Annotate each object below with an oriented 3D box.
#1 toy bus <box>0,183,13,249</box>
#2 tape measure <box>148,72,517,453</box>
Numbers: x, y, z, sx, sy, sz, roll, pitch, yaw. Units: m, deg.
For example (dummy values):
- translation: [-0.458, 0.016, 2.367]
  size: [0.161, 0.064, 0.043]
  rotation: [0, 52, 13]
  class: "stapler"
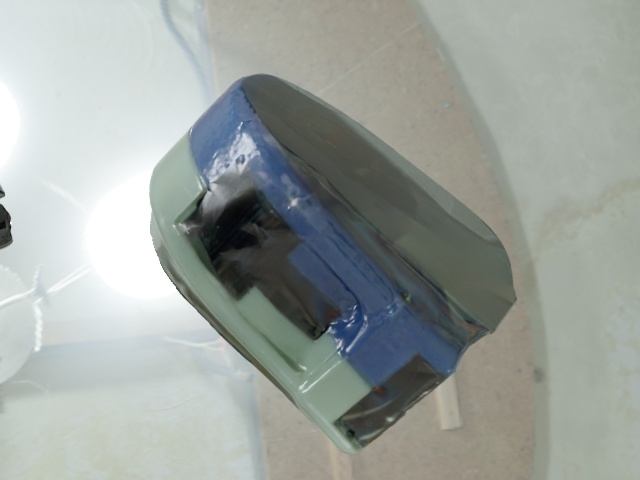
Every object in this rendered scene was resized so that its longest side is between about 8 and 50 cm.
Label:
- translation: [-0.252, -0.014, 0.503]
  size: [0.126, 0.209, 0.136]
  rotation: [-28, -97, -32]
  class: "toy bus"
- translation: [0.001, 0.002, 0.716]
  size: [0.262, 0.138, 0.259]
  rotation: [39, -164, 0]
  class: "tape measure"
